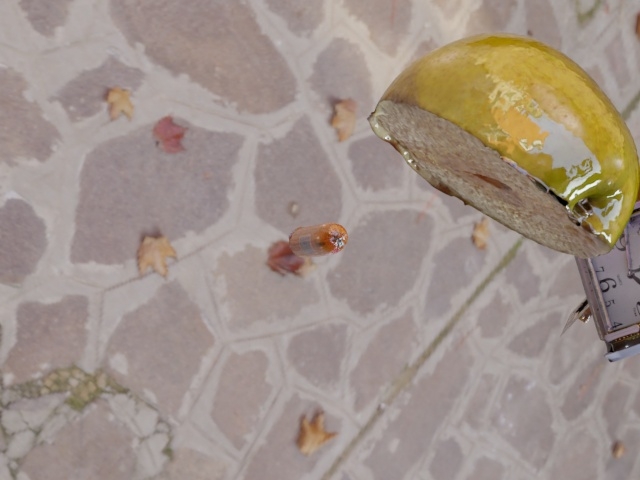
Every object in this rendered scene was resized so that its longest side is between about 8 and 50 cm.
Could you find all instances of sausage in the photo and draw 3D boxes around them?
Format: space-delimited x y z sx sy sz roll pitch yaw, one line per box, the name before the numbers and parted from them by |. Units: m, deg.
sausage | 0.000 0.000 0.826 0.031 0.107 0.031 1 88 -19

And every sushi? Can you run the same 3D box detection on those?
sushi | 0.560 0.112 1.793 0.201 0.031 0.139 -55 170 29

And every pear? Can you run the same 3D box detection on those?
pear | 0.257 -0.145 1.173 0.191 0.386 0.340 -53 129 -3

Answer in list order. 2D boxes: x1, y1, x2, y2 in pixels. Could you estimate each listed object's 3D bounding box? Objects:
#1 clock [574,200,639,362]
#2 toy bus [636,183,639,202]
clock | 0.499 0.053 1.393 0.083 0.186 0.253 43 33 -42
toy bus | 0.709 -0.051 1.548 0.162 0.323 0.194 -32 142 -27
